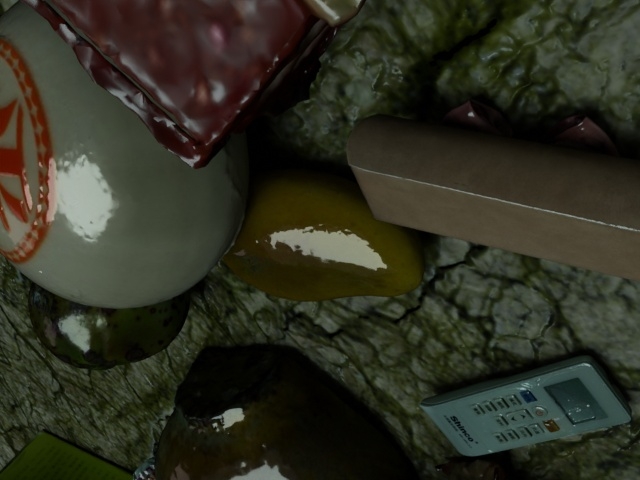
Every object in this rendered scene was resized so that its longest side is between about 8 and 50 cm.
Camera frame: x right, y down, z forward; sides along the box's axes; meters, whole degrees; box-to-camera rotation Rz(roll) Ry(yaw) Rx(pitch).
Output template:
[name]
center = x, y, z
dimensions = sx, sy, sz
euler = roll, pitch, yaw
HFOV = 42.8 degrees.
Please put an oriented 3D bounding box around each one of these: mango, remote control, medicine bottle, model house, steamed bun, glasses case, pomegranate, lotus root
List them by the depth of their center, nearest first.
[model house]
center = -0.030, -0.188, 0.384
dimensions = 0.196, 0.160, 0.254
euler = 45, 137, -5
[glasses case]
center = 0.123, -0.032, 0.493
dimensions = 0.194, 0.070, 0.102
euler = 14, 161, 22
[steamed bun]
center = -0.164, -0.060, 0.555
dimensions = 0.232, 0.145, 0.231
euler = 22, 120, 42
[mango]
center = 0.000, 0.000, 0.589
dimensions = 0.161, 0.076, 0.103
euler = 11, 125, 26
[remote control]
center = 0.153, 0.127, 0.628
dimensions = 0.162, 0.029, 0.061
euler = -27, 110, 41
[pomegranate]
center = -0.187, 0.039, 0.718
dimensions = 0.138, 0.125, 0.163
euler = -3, 122, -2
[lotus root]
center = -0.047, 0.238, 0.782
dimensions = 0.267, 0.149, 0.260
euler = 3, 128, 29
[medicine bottle]
center = -0.319, 0.385, 1.108
dimensions = 0.250, 0.141, 0.137
euler = 17, 130, 23

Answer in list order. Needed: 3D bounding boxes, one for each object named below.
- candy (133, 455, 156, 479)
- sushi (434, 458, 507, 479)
[candy]
center = -0.150, 0.326, 1.004
dimensions = 0.175, 0.045, 0.043
euler = 35, 151, 5
[sushi]
center = 0.144, 0.349, 0.718
dimensions = 0.197, 0.182, 0.343
euler = 15, 129, 29
